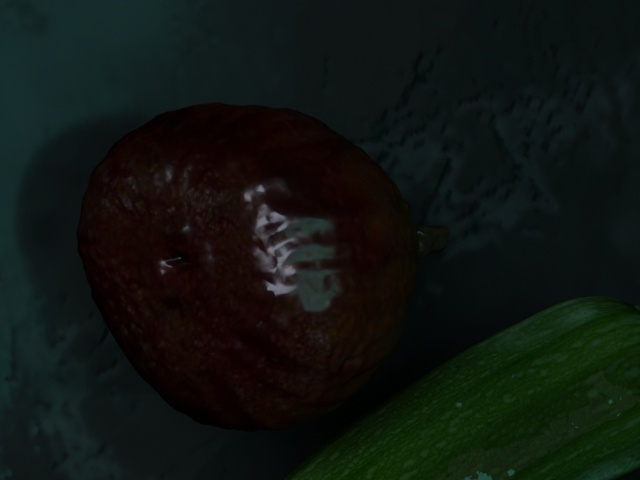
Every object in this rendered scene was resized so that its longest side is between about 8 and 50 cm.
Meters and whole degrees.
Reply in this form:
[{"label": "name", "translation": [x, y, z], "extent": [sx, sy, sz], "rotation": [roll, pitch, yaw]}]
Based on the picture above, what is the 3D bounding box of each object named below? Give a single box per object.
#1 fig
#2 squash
[{"label": "fig", "translation": [-0.002, 0.000, 0.638], "extent": [0.153, 0.119, 0.119], "rotation": [-18, 99, -24]}, {"label": "squash", "translation": [0.057, 0.083, 0.692], "extent": [0.219, 0.068, 0.077], "rotation": [-27, 87, -20]}]
